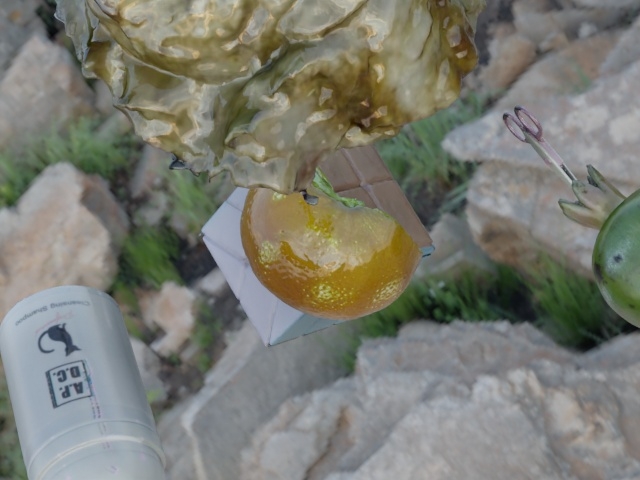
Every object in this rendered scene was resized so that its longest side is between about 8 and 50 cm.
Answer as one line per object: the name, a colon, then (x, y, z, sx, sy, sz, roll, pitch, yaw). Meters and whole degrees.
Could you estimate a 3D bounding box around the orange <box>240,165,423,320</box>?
orange: (-0.001, 0.005, 1.605, 0.237, 0.179, 0.158, 38, 55, 7)

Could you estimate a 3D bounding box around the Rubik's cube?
Rubik's cube: (-0.008, 0.000, 1.948, 0.231, 0.225, 0.221, -45, 68, 42)

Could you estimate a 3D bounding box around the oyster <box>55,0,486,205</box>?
oyster: (-0.069, -0.167, 0.658, 0.337, 0.133, 0.198, 39, 46, 24)

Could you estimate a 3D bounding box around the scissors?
scissors: (0.333, -0.124, 1.854, 0.022, 0.176, 0.085, -43, 3, -16)

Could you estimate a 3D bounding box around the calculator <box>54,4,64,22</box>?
calculator: (-0.098, -0.218, 1.164, 0.161, 0.021, 0.262, 33, 42, 23)

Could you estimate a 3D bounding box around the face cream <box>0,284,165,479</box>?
face cream: (-0.236, 0.225, 1.339, 0.145, 0.145, 0.369, -32, 50, 6)

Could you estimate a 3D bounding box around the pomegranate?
pomegranate: (0.384, -0.001, 1.497, 0.187, 0.187, 0.225, -45, 65, -8)
